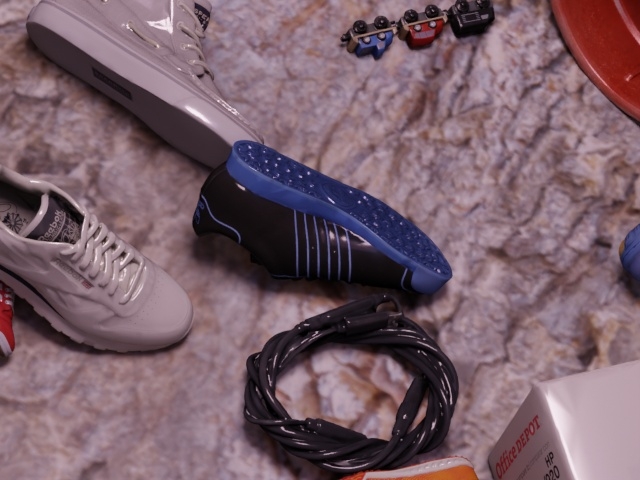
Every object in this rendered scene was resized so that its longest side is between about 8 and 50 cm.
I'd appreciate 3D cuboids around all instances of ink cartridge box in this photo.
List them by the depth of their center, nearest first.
[{"bbox_3d":[0.259,0.230,1.361,0.168,0.171,0.232,-10,65,-15],"label":"ink cartridge box"}]

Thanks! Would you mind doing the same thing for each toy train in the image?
[{"bbox_3d":[0.095,-0.202,1.632,0.158,0.027,0.036,-14,78,-17],"label":"toy train"}]

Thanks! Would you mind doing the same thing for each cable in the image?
[{"bbox_3d":[0.022,0.129,1.442,0.184,0.047,0.150,-20,71,-24],"label":"cable"}]

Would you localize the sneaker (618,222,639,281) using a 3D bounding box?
[{"bbox_3d":[0.417,0.021,1.530,0.296,0.112,0.131,-6,65,-12],"label":"sneaker"}]

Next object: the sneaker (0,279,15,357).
[{"bbox_3d":[-0.263,0.037,1.436,0.067,0.042,0.118,-21,67,-16],"label":"sneaker"}]

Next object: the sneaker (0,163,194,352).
[{"bbox_3d":[-0.198,0.016,1.401,0.235,0.095,0.090,30,58,-21],"label":"sneaker"}]

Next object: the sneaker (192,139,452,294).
[{"bbox_3d":[0.000,0.000,1.488,0.232,0.090,0.081,28,26,-17],"label":"sneaker"}]

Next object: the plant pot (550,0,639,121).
[{"bbox_3d":[0.400,-0.272,1.605,0.265,0.272,0.272,-31,73,-31],"label":"plant pot"}]

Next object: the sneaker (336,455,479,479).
[{"bbox_3d":[0.050,0.220,1.391,0.175,0.064,0.067,-9,75,-12],"label":"sneaker"}]

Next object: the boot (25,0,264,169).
[{"bbox_3d":[-0.129,-0.168,1.533,0.258,0.095,0.123,35,70,9],"label":"boot"}]
